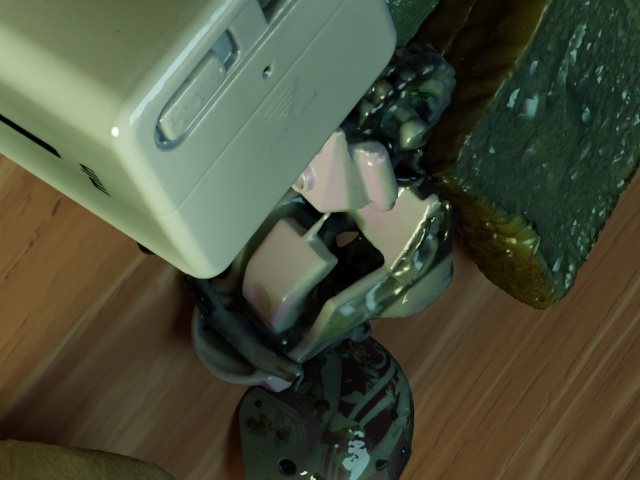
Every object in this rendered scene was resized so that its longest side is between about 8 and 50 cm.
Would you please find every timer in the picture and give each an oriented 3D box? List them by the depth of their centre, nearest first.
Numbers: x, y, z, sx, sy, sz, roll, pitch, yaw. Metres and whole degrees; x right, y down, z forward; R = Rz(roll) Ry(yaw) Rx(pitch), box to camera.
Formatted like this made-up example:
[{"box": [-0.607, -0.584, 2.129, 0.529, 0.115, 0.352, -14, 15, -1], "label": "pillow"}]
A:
[{"box": [-0.098, -0.127, 1.103, 0.192, 0.195, 0.194, -52, 154, -14], "label": "timer"}]

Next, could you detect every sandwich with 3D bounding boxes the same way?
[{"box": [0.180, -0.113, 1.614, 0.271, 0.099, 0.301, -57, 147, -6], "label": "sandwich"}]

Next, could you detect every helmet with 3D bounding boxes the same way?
[{"box": [0.020, 0.162, 1.598, 0.177, 0.107, 0.153, -37, 138, -32], "label": "helmet"}]

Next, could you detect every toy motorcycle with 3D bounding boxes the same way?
[{"box": [0.000, 0.000, 1.391, 0.188, 0.143, 0.327, -33, 157, -27], "label": "toy motorcycle"}]

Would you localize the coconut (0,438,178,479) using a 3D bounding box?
[{"box": [-0.175, 0.249, 1.287, 0.245, 0.247, 0.245, -6, 105, -24], "label": "coconut"}]

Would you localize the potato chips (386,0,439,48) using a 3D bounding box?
[{"box": [0.059, -0.187, 1.416, 0.167, 0.059, 0.228, -29, 137, -24], "label": "potato chips"}]

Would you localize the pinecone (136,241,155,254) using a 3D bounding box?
[{"box": [-0.090, -0.061, 1.252, 0.140, 0.140, 0.121, -56, 137, -7], "label": "pinecone"}]
